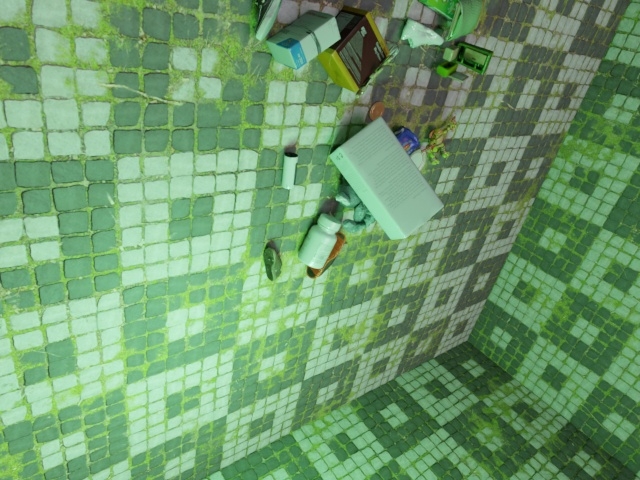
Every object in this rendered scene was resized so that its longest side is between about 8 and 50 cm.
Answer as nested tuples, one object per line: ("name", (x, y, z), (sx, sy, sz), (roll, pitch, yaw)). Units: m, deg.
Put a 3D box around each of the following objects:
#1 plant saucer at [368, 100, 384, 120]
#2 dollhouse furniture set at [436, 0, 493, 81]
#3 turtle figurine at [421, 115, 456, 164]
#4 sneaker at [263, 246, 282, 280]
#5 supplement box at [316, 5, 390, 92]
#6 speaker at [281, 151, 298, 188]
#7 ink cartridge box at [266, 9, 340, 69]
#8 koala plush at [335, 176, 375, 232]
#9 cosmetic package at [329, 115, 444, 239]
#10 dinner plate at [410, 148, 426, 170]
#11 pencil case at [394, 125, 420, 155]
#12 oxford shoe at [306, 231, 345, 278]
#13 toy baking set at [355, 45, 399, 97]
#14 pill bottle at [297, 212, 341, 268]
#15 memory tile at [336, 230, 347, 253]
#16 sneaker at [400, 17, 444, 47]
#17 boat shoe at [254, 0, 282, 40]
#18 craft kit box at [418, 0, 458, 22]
("plant saucer", (0.241, -0.548, 1.833), (0.084, 0.013, 0.083), (-24, 134, -28))
("dollhouse furniture set", (0.629, -0.836, 1.789), (0.198, 0.151, 0.301), (-39, 152, -32))
("turtle figurine", (0.573, -0.479, 2.136), (0.269, 0.087, 0.217), (-48, 149, -15))
("sneaker", (-0.205, 0.091, 1.897), (0.071, 0.066, 0.188), (-38, 147, -40))
("supplement box", (0.108, -0.672, 1.523), (0.194, 0.129, 0.191), (-50, 140, 0))
("speaker", (-0.120, -0.273, 1.683), (0.055, 0.055, 0.136), (-16, 129, -34))
("ink cartridge box", (-0.054, -0.646, 1.385), (0.191, 0.140, 0.082), (-39, 138, -13))
("koala plush", (0.159, -0.180, 1.915), (0.221, 0.203, 0.196), (45, 50, -25))
("cosmetic package", (0.272, -0.249, 1.786), (0.230, 0.161, 0.453), (-38, 97, -13))
("dinner plate", (0.476, -0.393, 2.167), (0.141, 0.017, 0.141), (-24, 133, -28))
("pencil case", (0.308, -0.385, 1.939), (0.306, 0.119, 0.133), (-43, 134, -8))
("oxford shoe", (0.035, 0.066, 2.067), (0.271, 0.097, 0.098), (-50, 163, 20))
("toy baking set", (0.216, -0.634, 1.615), (0.030, 0.256, 0.197), (41, 131, -16))
("pill bottle", (0.000, 0.000, 1.946), (0.131, 0.131, 0.229), (9, 113, -46))
("memory tile", (0.072, 0.024, 2.124), (0.113, 0.012, 0.148), (-43, 140, -8))
("sneaker", (0.405, -0.816, 1.740), (0.212, 0.080, 0.094), (4, 129, -37))
("boat shoe", (-0.158, -0.716, 1.296), (0.070, 0.078, 0.219), (24, 99, -8))
("craft kit box", (0.520, -1.022, 1.692), (0.247, 0.061, 0.249), (1, 119, -40))
